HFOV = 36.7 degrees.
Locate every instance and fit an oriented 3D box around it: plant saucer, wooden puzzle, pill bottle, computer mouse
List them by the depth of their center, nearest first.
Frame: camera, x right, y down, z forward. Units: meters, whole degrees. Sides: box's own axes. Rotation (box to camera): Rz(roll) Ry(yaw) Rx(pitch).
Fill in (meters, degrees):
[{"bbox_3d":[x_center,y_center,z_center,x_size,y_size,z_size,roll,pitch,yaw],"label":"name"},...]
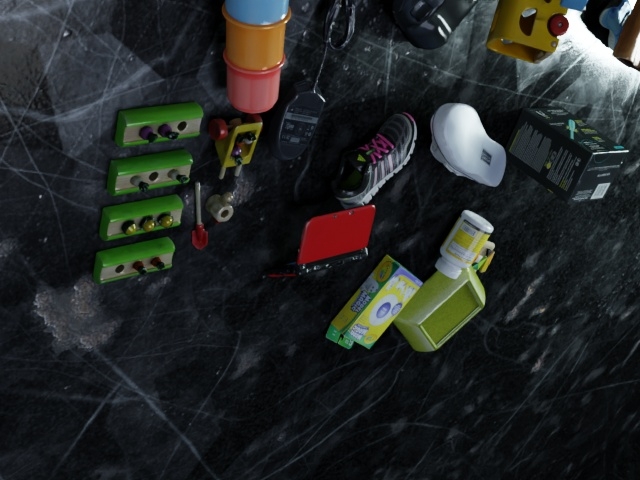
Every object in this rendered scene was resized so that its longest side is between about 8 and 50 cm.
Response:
[{"bbox_3d":[-0.015,-0.218,1.261,0.071,0.041,0.242,6,112,-48],"label":"computer mouse"},{"bbox_3d":[0.256,0.009,1.745,0.065,0.065,0.116,9,117,-51],"label":"pill bottle"},{"bbox_3d":[0.239,0.131,1.850,0.188,0.045,0.188,-42,145,-3],"label":"plant saucer"},{"bbox_3d":[0.304,0.033,1.865,0.116,0.014,0.079,5,120,-49],"label":"wooden puzzle"}]

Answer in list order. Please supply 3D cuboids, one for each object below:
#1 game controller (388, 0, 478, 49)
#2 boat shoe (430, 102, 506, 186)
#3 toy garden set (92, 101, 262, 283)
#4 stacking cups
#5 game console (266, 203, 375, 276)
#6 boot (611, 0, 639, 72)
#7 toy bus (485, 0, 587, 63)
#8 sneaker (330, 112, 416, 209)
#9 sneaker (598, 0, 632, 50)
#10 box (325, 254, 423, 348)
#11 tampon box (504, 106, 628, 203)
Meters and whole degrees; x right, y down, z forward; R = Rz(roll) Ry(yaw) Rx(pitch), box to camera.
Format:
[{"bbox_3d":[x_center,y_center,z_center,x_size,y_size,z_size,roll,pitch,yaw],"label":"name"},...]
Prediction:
[{"bbox_3d":[0.217,-0.406,1.317,0.319,0.067,0.166,-50,160,3],"label":"game controller"},{"bbox_3d":[0.216,-0.147,1.529,0.258,0.084,0.095,36,70,-57],"label":"boat shoe"},{"bbox_3d":[-0.173,-0.056,1.226,0.203,0.049,0.244,-14,133,-39],"label":"toy garden set"},{"bbox_3d":[-0.078,-0.286,1.081,0.096,0.096,0.316,-23,142,-32],"label":"stacking cups"},{"bbox_3d":[0.000,0.000,1.459,0.144,0.124,0.085,-13,95,-40],"label":"game console"},{"bbox_3d":[0.618,-0.410,1.634,0.264,0.096,0.281,3,103,-48],"label":"boot"},{"bbox_3d":[0.294,-0.347,1.324,0.202,0.104,0.191,-77,-176,-47],"label":"toy bus"},{"bbox_3d":[0.075,-0.119,1.423,0.170,0.063,0.074,-51,152,12],"label":"sneaker"},{"bbox_3d":[0.537,-0.371,1.673,0.063,0.073,0.162,-50,146,2],"label":"sneaker"},{"bbox_3d":[0.093,0.118,1.694,0.179,0.043,0.105,-50,145,5],"label":"box"},{"bbox_3d":[0.426,-0.152,1.688,0.120,0.161,0.102,-8,130,-42],"label":"tampon box"}]
